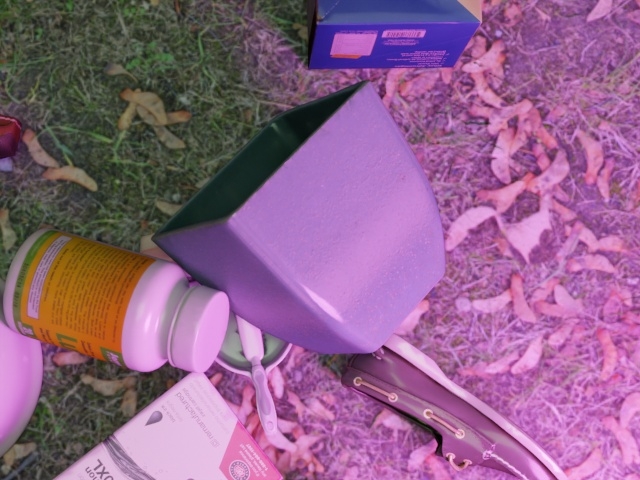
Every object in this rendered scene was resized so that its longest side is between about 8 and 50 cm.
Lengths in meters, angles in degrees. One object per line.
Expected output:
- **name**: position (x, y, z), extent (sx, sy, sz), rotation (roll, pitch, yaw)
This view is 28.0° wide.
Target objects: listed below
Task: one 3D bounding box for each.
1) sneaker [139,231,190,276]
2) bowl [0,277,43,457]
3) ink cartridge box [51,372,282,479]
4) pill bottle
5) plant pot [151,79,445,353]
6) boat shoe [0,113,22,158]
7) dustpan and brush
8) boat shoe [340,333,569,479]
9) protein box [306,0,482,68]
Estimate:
- **sneaker**: position (-0.166, 0.012, 1.623), extent (0.134, 0.051, 0.070), rotation (-5, 88, 0)
- **bowl**: position (-0.493, 0.152, 1.545), extent (0.297, 0.134, 0.298), rotation (0, 83, -3)
- **ink cartridge box**: position (-0.190, 0.295, 1.561), extent (0.237, 0.100, 0.172), rotation (-38, 86, -7)
- **pill bottle**: position (-0.241, 0.078, 1.538), extent (0.245, 0.136, 0.136), rotation (15, 82, 15)
- **plant pot**: position (0.000, 0.000, 1.527), extent (0.247, 0.248, 0.252), rotation (-46, 105, -23)
- **boat shoe**: position (-0.533, -0.180, 1.593), extent (0.323, 0.122, 0.120), rotation (11, 79, -3)
- **dustpan and brush**: position (-0.083, 0.139, 1.607), extent (0.147, 0.060, 0.211), rotation (-12, 83, -5)
- **boat shoe**: position (0.165, 0.228, 1.591), extent (0.305, 0.109, 0.091), rotation (37, 83, 8)
- **protein box**: position (0.085, -0.305, 1.603), extent (0.199, 0.201, 0.136), rotation (-1, 83, -4)
